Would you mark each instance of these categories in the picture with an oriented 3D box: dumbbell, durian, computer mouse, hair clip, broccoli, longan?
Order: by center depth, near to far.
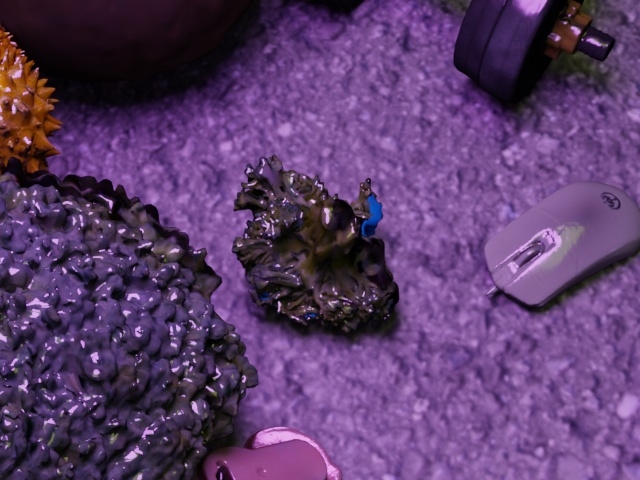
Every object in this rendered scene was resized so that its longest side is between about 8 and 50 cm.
[{"bbox_3d":[-0.218,0.122,1.027,0.281,0.293,0.348,-22,67,39],"label":"broccoli"},{"bbox_3d":[-0.062,0.221,1.092,0.138,0.102,0.123,-10,58,-43],"label":"hair clip"},{"bbox_3d":[-0.321,-0.056,1.122,0.183,0.250,0.138,-18,57,-36],"label":"durian"},{"bbox_3d":[0.000,0.000,1.140,0.154,0.160,0.167,-5,79,-22],"label":"broccoli"},{"bbox_3d":[-0.222,-0.337,1.193,0.391,0.391,0.391,0,61,0],"label":"longan"},{"bbox_3d":[0.227,-0.003,1.201,0.181,0.056,0.089,-31,61,-15],"label":"computer mouse"},{"bbox_3d":[0.116,-0.278,1.278,0.388,0.185,0.185,31,66,14],"label":"dumbbell"}]
